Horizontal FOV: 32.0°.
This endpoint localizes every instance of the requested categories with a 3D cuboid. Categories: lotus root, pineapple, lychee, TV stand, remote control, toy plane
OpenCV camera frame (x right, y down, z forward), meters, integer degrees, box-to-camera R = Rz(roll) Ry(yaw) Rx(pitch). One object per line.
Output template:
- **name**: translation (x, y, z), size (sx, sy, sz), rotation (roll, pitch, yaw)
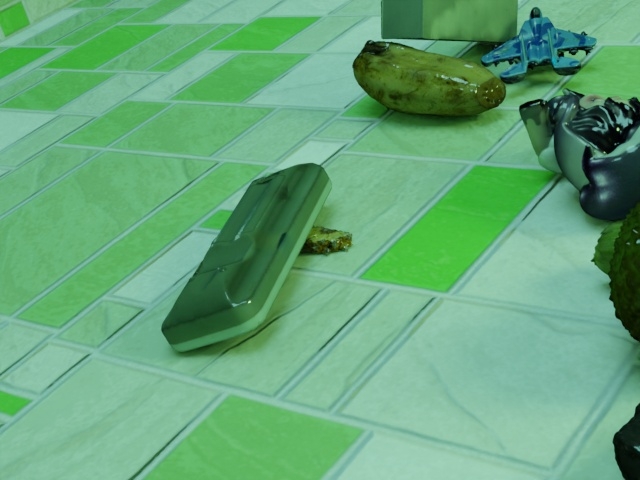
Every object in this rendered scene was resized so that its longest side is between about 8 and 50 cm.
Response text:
- **lotus root**: translation (0.150, -0.228, 1.628), size (0.258, 0.097, 0.110), rotation (23, 46, 40)
- **pineapple**: translation (0.000, 0.000, 1.363), size (0.045, 0.019, 0.083), rotation (-30, 29, -37)
- **lychee**: translation (0.331, 0.024, 0.996), size (0.171, 0.171, 0.171), rotation (-12, 28, 7)
- **TV stand**: translation (0.203, -0.352, 1.726), size (0.083, 0.088, 0.270), rotation (9, 12, 38)
- **remote control**: translation (-0.083, 0.006, 1.326), size (0.128, 0.065, 0.335), rotation (-16, 25, 25)
- **toy plane**: translation (0.330, -0.303, 1.695), size (0.169, 0.078, 0.246), rotation (-8, 22, 13)

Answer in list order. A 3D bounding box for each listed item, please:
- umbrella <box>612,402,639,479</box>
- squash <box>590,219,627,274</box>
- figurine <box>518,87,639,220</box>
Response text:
- **umbrella**: translation (0.378, 0.111, 0.891), size (0.326, 0.094, 0.090), rotation (-25, -15, -13)
- **squash**: translation (0.388, 0.006, 1.099), size (0.239, 0.069, 0.069), rotation (-4, 30, 17)
- **figurine**: translation (0.321, -0.103, 1.285), size (0.145, 0.145, 0.222), rotation (-22, 19, -12)
